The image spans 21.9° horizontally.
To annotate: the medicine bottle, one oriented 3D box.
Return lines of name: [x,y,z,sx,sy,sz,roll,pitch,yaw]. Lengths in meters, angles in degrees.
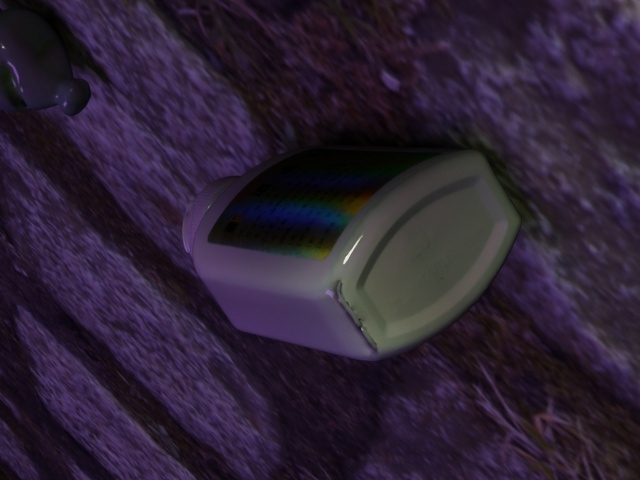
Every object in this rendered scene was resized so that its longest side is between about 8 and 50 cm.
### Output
medicine bottle: [0.000,0.000,0.871,0.078,0.115,0.219,56,158,-21]

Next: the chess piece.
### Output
chess piece: [-0.272,-0.159,1.145,0.271,0.139,0.139,31,155,15]
